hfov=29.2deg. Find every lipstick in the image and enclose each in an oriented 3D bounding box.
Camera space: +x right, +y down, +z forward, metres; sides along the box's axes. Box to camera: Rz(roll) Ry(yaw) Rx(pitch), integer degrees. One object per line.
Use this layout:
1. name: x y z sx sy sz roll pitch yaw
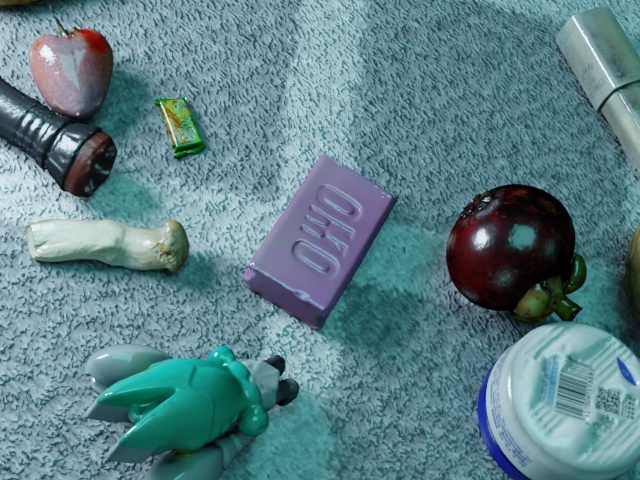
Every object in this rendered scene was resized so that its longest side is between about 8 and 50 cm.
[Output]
1. lipstick: 0.437 -0.215 1.780 0.077 0.079 0.253 -17 69 -22

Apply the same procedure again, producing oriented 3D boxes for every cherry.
1. cherry: -0.321 -0.217 1.569 0.106 0.087 0.126 13 79 -16

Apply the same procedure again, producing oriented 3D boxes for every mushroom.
1. mushroom: -0.260 0.002 1.497 0.202 0.054 0.059 5 64 -8

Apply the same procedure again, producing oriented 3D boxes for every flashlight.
1. flashlight: -0.366 -0.145 1.526 0.232 0.093 0.093 33 60 9

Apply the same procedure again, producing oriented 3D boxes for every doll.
1. doll: -0.146 0.207 1.385 0.258 0.153 0.195 15 41 -26

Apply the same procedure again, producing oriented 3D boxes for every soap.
1. soap: 0.000 0.000 1.559 0.122 0.065 0.203 31 59 1

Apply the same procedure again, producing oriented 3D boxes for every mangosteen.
1. mangosteen: 0.255 0.025 1.561 0.200 0.200 0.200 6 62 -12

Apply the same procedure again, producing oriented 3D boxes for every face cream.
1. face cream: 0.306 0.206 1.515 0.206 0.111 0.206 7 61 -13

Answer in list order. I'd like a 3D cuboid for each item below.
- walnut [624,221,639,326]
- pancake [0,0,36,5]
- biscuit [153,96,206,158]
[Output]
1. walnut: 0.496 0.046 1.605 0.198 0.198 0.245 14 63 -8
2. pancake: -0.376 -0.389 1.660 0.257 0.056 0.212 6 55 -4
3. biscuit: -0.184 -0.152 1.613 0.046 0.016 0.089 -15 69 -21
